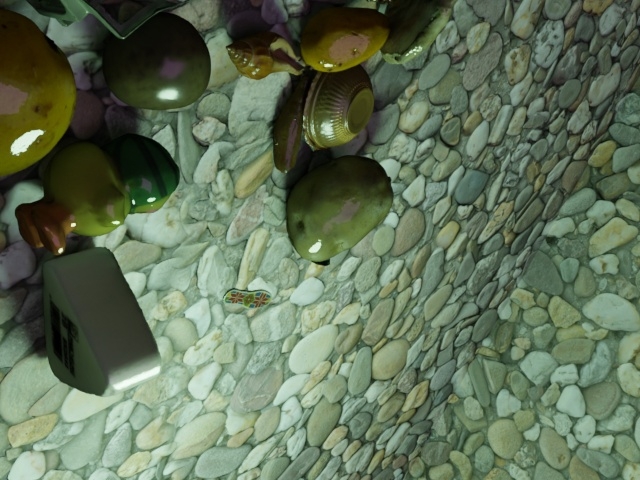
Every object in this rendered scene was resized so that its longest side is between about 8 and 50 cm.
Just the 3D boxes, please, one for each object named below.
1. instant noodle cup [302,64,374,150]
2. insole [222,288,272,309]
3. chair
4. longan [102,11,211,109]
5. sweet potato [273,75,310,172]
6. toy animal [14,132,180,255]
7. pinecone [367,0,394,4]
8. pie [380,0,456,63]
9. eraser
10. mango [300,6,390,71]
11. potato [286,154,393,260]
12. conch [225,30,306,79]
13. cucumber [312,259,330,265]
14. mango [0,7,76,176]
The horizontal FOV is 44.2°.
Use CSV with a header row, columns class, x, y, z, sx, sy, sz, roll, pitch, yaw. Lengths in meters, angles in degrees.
class,x,y,z,sx,sy,sz,roll,pitch,yaw
instant noodle cup,0.067,-0.342,2.002,0.274,0.091,0.273,-40,143,-40
insole,-0.206,0.167,2.250,0.193,0.006,0.065,13,109,-52
chair,-0.401,-0.453,1.359,0.190,0.203,0.274,-55,141,-17
longan,-0.314,-0.349,1.544,0.220,0.196,0.196,2,118,-43
sweet potato,-0.076,-0.291,1.961,0.077,0.077,0.243,-4,111,-46
toy animal,-0.447,-0.113,1.598,0.338,0.216,0.191,-29,111,-33
pinecone,0.140,-0.674,1.738,0.246,0.246,0.291,-9,107,-44
pie,0.233,-0.557,1.877,0.075,0.337,0.337,19,107,-22
eraser,-0.511,0.173,1.752,0.150,0.331,0.331,-16,130,-37
mango,0.058,-0.486,1.868,0.227,0.147,0.109,-24,-178,-6
potato,0.042,-0.094,2.123,0.326,0.221,0.243,-44,132,2
conch,-0.125,-0.417,1.795,0.330,0.093,0.109,-14,114,-67
cucumber,0.000,0.000,2.309,0.071,0.046,0.220,-25,134,-23
mango,-0.623,-0.225,1.285,0.446,0.232,0.300,-20,138,-24
